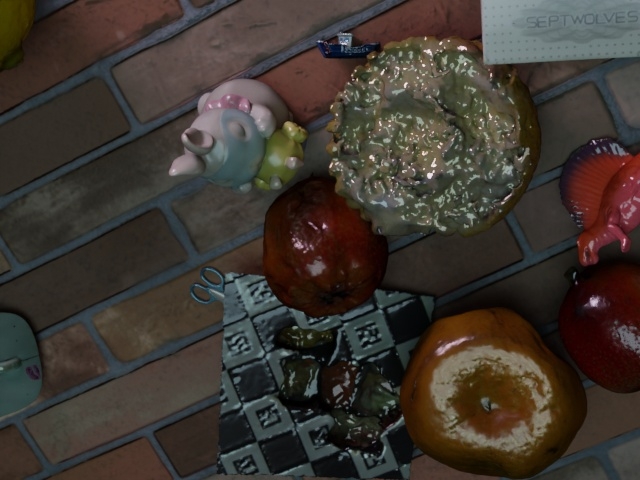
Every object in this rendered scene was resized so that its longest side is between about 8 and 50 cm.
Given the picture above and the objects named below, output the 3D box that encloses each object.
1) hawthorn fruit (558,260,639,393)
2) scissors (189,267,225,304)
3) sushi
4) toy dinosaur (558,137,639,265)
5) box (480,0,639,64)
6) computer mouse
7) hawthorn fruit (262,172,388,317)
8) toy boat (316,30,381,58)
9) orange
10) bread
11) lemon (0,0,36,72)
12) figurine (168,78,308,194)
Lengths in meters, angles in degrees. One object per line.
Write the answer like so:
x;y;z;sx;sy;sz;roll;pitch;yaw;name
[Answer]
0.391;0.103;1.816;0.169;0.169;0.188;-32;100;18;hawthorn fruit
-0.126;0.086;1.960;0.119;0.014;0.058;32;113;-2;scissors
-0.003;0.189;1.952;0.292;0.059;0.294;5;104;-7;sushi
0.395;-0.100;1.790;0.139;0.070;0.286;33;97;31;toy dinosaur
0.289;-0.289;1.578;0.210;0.330;0.095;-2;112;9;box
-0.546;0.195;1.982;0.288;0.097;0.160;-10;98;-4;computer mouse
0.000;0.013;1.830;0.179;0.173;0.173;39;117;31;hawthorn fruit
0.036;-0.252;1.792;0.083;0.038;0.038;1;112;7;toy boat
0.225;0.206;1.868;0.249;0.183;0.249;2;104;9;orange
0.143;-0.134;1.757;0.274;0.149;0.274;2;109;7;bread
-0.494;-0.315;1.728;0.260;0.260;0.284;-35;117;19;lemon
-0.102;-0.116;1.755;0.155;0.235;0.127;35;113;-6;figurine
